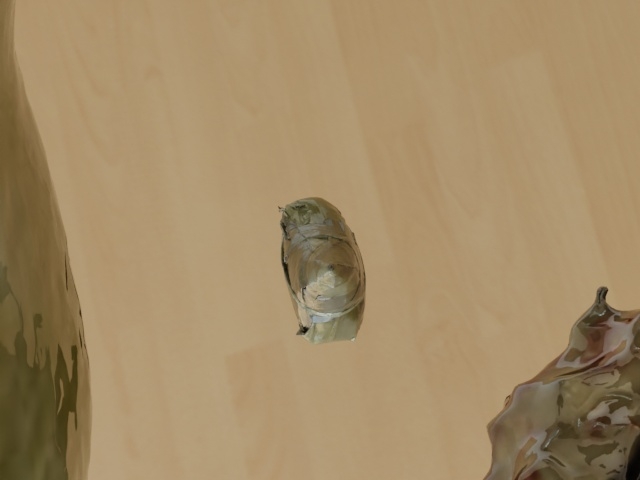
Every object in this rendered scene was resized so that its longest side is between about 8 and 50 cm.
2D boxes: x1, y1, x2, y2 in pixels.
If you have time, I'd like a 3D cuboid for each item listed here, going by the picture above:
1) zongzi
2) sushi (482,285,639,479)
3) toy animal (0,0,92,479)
[{"bbox_3d":[0.000,0.000,1.026,0.055,0.119,0.109,-11,62,-5],"label":"zongzi"},{"bbox_3d":[0.086,0.119,0.360,0.292,0.059,0.294,-44,31,-14],"label":"sushi"},{"bbox_3d":[-0.137,-0.048,0.305,0.181,0.180,0.363,37,132,55],"label":"toy animal"}]
